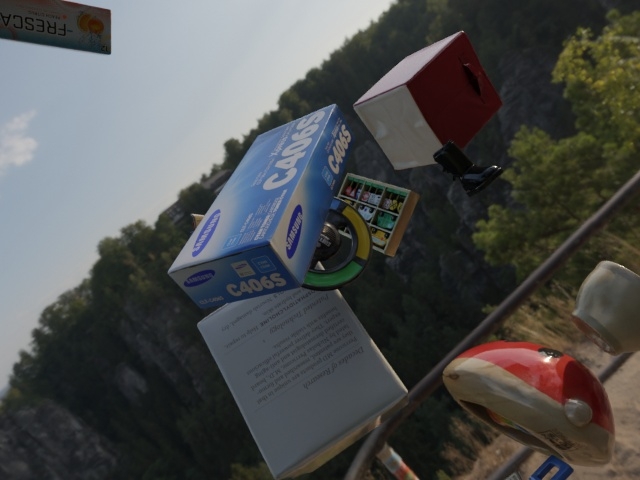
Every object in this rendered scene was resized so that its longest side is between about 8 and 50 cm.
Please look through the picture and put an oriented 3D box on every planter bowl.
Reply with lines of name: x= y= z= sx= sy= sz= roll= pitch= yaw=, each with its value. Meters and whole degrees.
planter bowl: x=0.513 y=0.130 z=0.819 sx=0.109 sy=0.162 sz=0.162 roll=-42 pitch=9 yaw=3

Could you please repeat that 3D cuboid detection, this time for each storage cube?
storage cube: x=0.223 y=-0.284 z=0.998 sx=0.193 sy=0.183 sz=0.215 roll=-46 pitch=21 yaw=-21

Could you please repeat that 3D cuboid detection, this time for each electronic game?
electronic game: x=0.000 y=0.000 z=1.016 sx=0.229 sy=0.229 sz=0.048 roll=-44 pitch=-12 yaw=-24

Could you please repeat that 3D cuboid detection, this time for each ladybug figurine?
ladybug figurine: x=0.422 y=0.314 z=0.964 sx=0.161 sy=0.305 sz=0.449 roll=-55 pitch=-3 yaw=-13

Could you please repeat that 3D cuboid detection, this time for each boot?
boot: x=0.240 y=-0.125 z=0.777 sx=0.045 sy=0.099 sz=0.121 roll=-39 pitch=-4 yaw=-5

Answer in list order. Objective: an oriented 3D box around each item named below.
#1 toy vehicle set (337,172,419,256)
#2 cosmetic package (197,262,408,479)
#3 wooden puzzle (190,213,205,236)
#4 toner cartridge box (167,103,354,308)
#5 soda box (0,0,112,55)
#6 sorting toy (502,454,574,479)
toy vehicle set: x=0.128 y=-0.075 z=1.241 sx=0.267 sy=0.035 sz=0.165 roll=27 pitch=97 yaw=53
cosmetic package: x=-0.028 y=0.312 z=1.164 sx=0.328 sy=0.393 sz=0.329 roll=-33 pitch=-25 yaw=-4
wooden puzzle: x=-0.201 y=-0.009 z=0.807 sx=0.014 sy=0.078 sz=0.116 roll=-14 pitch=-8 yaw=7
toner cartridge box: x=-0.066 y=-0.065 z=0.686 sx=0.165 sy=0.075 sz=0.347 roll=-16 pitch=34 yaw=29
soda box: x=-0.381 y=-0.295 z=0.633 sx=0.183 sy=0.062 sz=0.058 roll=-1 pitch=18 yaw=-29
sorting toy: x=0.271 y=0.476 z=0.785 sx=0.348 sy=0.047 sz=0.196 roll=-44 pitch=-6 yaw=9
